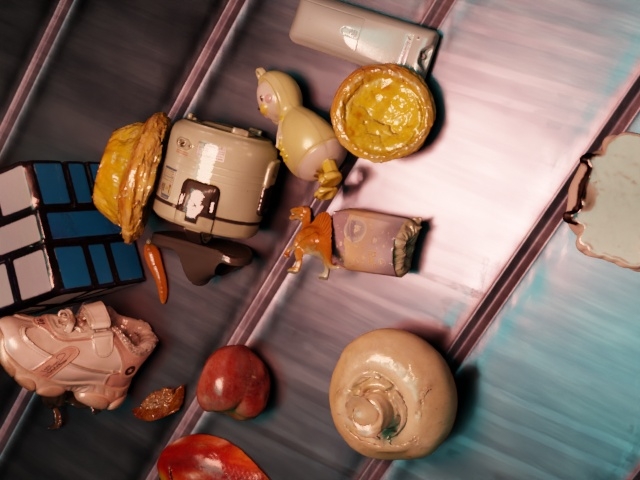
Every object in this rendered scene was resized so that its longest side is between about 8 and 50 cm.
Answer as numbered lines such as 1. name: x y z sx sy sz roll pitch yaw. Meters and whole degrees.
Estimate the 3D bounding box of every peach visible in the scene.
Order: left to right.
1. peach: -0.231 0.501 2.028 0.279 0.068 0.189 -2 94 26
2. peach: -0.172 0.277 1.949 0.152 0.152 0.152 2 94 26

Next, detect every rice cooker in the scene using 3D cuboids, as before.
1. rice cooker: -0.201 -0.109 1.894 0.226 0.226 0.244 22 99 24

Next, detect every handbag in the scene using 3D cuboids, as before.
1. handbag: 0.103 0.005 1.818 0.173 0.095 0.117 8 103 29

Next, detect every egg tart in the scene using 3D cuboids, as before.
1. egg tart: -0.369 -0.130 1.944 0.118 0.288 0.288 14 100 -3
2. egg tart: 0.113 -0.232 1.792 0.191 0.074 0.191 1 97 6

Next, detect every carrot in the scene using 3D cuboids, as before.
1. carrot: -0.346 0.064 2.078 0.035 0.035 0.142 -16 90 26

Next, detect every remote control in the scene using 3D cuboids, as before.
1. remote control: 0.074 -0.381 1.834 0.293 0.051 0.103 23 102 23

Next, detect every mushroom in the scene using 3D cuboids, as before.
1. mushroom: 0.119 0.288 1.769 0.246 0.202 0.246 8 107 29

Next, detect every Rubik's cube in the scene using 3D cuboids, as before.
1. Rubik's cube: -0.585 0.002 2.055 0.293 0.288 0.284 -21 84 29

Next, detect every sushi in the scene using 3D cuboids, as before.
1. sushi: -0.337 0.343 2.081 0.120 0.052 0.055 -22 98 28

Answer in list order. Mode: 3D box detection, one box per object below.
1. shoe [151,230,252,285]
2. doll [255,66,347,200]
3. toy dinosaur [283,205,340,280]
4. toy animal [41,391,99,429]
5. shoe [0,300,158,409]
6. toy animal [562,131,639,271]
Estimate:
1. shoe: -0.240 0.042 1.986 0.241 0.108 0.093 14 101 32
2. doll: -0.049 -0.212 1.864 0.117 0.141 0.296 -33 70 -17
3. toy dinosaur: -0.001 0.000 1.850 0.212 0.057 0.142 -1 69 50
4. toy animal: -0.579 0.307 2.193 0.148 0.084 0.233 -2 99 44
5. shoe: -0.501 0.204 2.014 0.198 0.351 0.172 -50 49 8
6. toy animal: 0.505 -0.057 1.582 0.204 0.156 0.208 16 92 27
